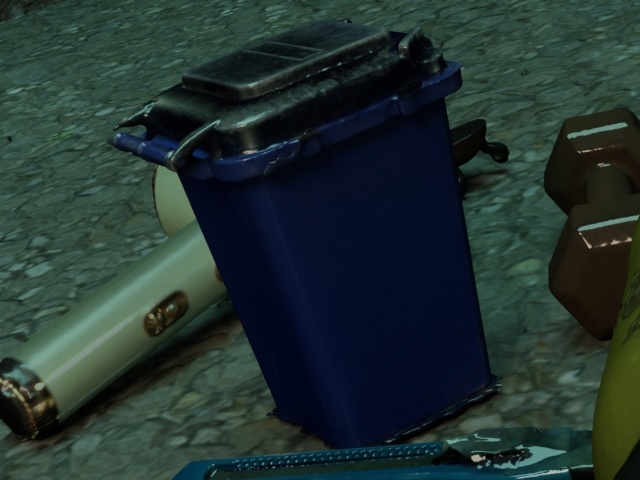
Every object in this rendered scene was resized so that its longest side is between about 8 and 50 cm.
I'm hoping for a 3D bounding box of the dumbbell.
[{"bbox_3d":[0.196,-0.017,1.087,0.082,0.092,0.231,-39,14,20],"label":"dumbbell"}]

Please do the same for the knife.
[{"bbox_3d":[0.046,0.128,0.907,0.296,0.026,0.044,-7,34,22],"label":"knife"}]

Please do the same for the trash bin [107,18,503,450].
[{"bbox_3d":[0.000,0.000,0.973,0.184,0.234,0.162,-24,20,-20],"label":"trash bin"}]

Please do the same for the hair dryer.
[{"bbox_3d":[-0.103,0.032,1.163,0.362,0.128,0.203,-38,30,-30],"label":"hair dryer"}]

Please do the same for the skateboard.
[{"bbox_3d":[0.077,-0.086,1.356,0.151,0.080,0.067,4,35,48],"label":"skateboard"}]

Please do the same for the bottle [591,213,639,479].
[{"bbox_3d":[0.199,0.083,0.702,0.171,0.171,0.351,-7,22,23],"label":"bottle"}]
